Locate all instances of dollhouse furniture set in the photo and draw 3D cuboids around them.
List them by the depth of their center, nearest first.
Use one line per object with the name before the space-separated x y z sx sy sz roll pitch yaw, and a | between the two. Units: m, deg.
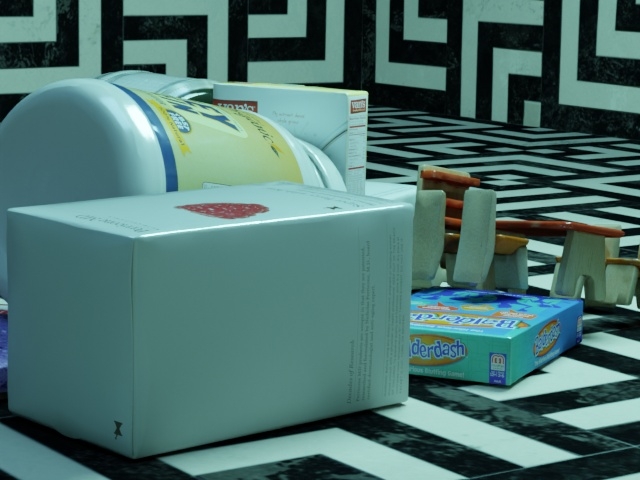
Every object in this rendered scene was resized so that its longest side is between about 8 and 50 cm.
dollhouse furniture set | 0.199 -0.011 1.897 0.262 0.135 0.259 9 -5 -36

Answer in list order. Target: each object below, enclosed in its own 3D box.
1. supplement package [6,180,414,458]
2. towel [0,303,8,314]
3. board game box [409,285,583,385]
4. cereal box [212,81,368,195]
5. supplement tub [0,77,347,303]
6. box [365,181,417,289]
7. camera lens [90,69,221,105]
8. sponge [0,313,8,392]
supplement package | -0.087 0.054 1.492 0.293 0.175 0.177 -8 13 -42
towel | -0.430 0.086 1.706 0.237 0.037 0.329 5 10 20
board game box | 0.140 0.086 1.719 0.160 0.047 0.210 5 10 24
cereal box | -0.036 -0.042 1.895 0.173 0.240 0.047 6 10 33
supplement tub | -0.141 -0.023 1.727 0.228 0.228 0.316 8 1 39
box | 0.000 0.000 2.022 0.182 0.119 0.181 6 11 29
camera lens | -0.208 -0.103 2.328 0.219 0.219 0.274 -5 11 -35
sponge | -0.297 0.099 1.561 0.117 0.031 0.210 18 12 30
